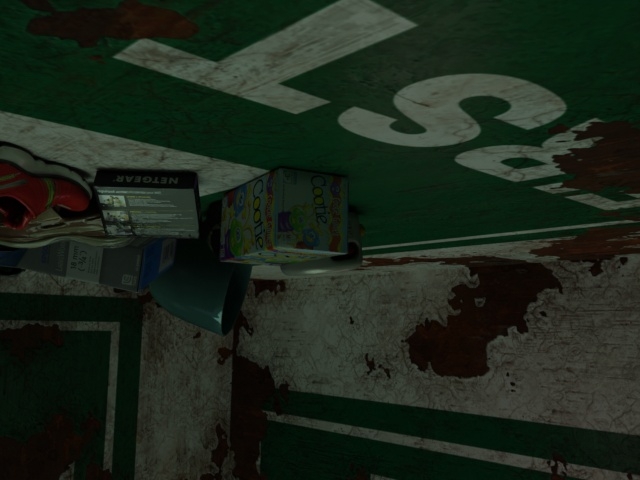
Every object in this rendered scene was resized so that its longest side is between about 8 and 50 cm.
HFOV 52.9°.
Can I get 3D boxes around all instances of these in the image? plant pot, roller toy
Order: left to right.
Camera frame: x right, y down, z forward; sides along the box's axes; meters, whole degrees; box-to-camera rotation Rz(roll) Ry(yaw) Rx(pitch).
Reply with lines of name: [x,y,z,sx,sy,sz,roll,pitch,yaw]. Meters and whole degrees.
plant pot: [-0.342,0.101,1.826,0.235,0.293,0.293,14,174,5]
roller toy: [0.000,0.000,1.477,0.209,0.146,0.191,-5,-179,3]

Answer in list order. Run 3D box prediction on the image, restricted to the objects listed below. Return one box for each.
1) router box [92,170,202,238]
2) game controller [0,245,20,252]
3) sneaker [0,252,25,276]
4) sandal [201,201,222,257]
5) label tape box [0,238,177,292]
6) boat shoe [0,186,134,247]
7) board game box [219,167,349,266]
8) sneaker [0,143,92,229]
router box: [-0.312,-0.063,1.178,0.179,0.046,0.133,1,137,-4]
game controller: [-0.819,-0.015,1.567,0.319,0.067,0.166,3,-167,-36]
sneaker: [-0.890,0.031,1.819,0.130,0.147,0.330,2,173,-8]
sandal: [-0.207,-0.032,1.493,0.086,0.120,0.303,-26,-175,-22]
label tape box: [-0.516,0.007,1.429,0.334,0.106,0.240,11,-168,2]
boat shoe: [-0.522,-0.062,1.264,0.324,0.123,0.116,-1,140,-10]
board game box: [-0.077,-0.035,1.227,0.142,0.144,0.275,6,171,-29]
sneaker: [-0.492,-0.074,1.078,0.107,0.118,0.279,1,172,16]
